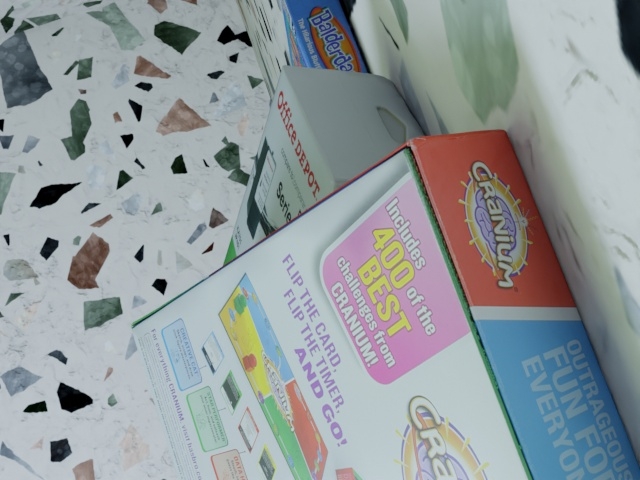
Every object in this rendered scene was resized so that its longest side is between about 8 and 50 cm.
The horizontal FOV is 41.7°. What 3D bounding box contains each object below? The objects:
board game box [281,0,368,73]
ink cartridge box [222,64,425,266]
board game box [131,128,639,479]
[{"bbox_3d":[0.013,-0.136,0.798,0.210,0.047,0.160,84,166,-78],"label":"board game box"},{"bbox_3d":[0.000,0.000,0.610,0.153,0.087,0.208,-112,34,-47],"label":"ink cartridge box"},{"bbox_3d":[0.014,0.114,0.464,0.316,0.064,0.242,-30,76,51],"label":"board game box"}]
